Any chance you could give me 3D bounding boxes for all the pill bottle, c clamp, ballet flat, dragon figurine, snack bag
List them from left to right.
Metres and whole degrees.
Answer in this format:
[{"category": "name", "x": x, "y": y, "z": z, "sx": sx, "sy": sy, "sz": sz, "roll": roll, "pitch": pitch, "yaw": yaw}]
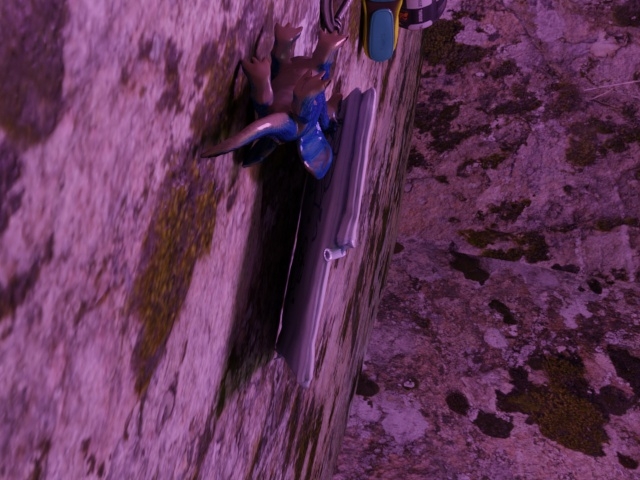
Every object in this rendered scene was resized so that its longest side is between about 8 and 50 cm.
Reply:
[{"category": "dragon figurine", "x": -0.029, "y": -0.110, "z": 0.815, "sx": 0.289, "sy": 0.085, "sz": 0.144, "roll": -72, "pitch": 169, "yaw": -50}, {"category": "snack bag", "x": 0.000, "y": 0.000, "z": 1.054, "sx": 0.323, "sy": 0.037, "sz": 0.343, "roll": 178, "pitch": -77, "yaw": -82}, {"category": "c clamp", "x": 0.038, "y": -0.337, "z": 1.145, "sx": 0.137, "sy": 0.022, "sz": 0.161, "roll": 89, "pitch": 26, "yaw": -54}, {"category": "ballet flat", "x": 0.103, "y": -0.413, "z": 1.446, "sx": 0.231, "sy": 0.077, "sz": 0.077, "roll": 96, "pitch": -12, "yaw": -46}, {"category": "pill bottle", "x": 0.178, "y": -0.481, "z": 1.616, "sx": 0.245, "sy": 0.130, "sz": 0.131, "roll": 42, "pitch": 59, "yaw": -80}]
